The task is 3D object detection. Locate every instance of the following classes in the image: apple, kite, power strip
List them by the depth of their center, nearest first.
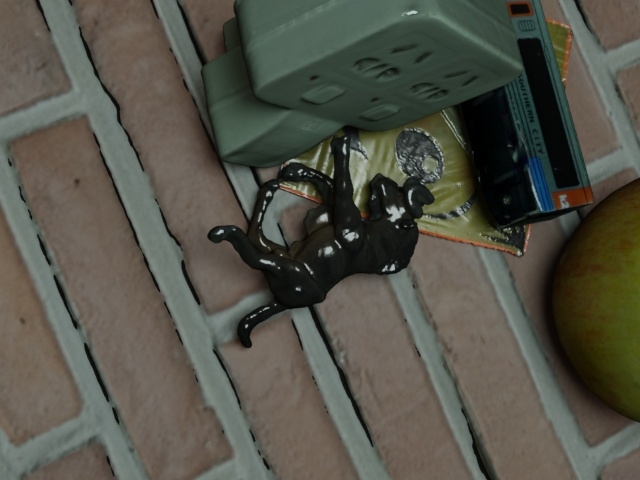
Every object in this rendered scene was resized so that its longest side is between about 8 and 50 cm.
[{"bbox_3d":[0.014,-0.172,0.685,0.261,0.229,0.141,-18,78,32],"label":"power strip"},{"bbox_3d":[0.354,0.052,0.755,0.260,0.194,0.261,1,86,-13],"label":"apple"},{"bbox_3d":[0.128,-0.123,0.817,0.377,0.013,0.328,-33,93,-13],"label":"kite"}]

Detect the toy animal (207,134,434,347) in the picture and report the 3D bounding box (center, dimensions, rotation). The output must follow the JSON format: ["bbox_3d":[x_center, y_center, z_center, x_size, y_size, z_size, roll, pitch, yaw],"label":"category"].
[{"bbox_3d":[0.000,0.000,0.739,0.232,0.084,0.148,-38,100,-12],"label":"toy animal"}]

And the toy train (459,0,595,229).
[{"bbox_3d":[0.176,-0.218,0.783,0.089,0.086,0.410,-9,81,-16],"label":"toy train"}]
